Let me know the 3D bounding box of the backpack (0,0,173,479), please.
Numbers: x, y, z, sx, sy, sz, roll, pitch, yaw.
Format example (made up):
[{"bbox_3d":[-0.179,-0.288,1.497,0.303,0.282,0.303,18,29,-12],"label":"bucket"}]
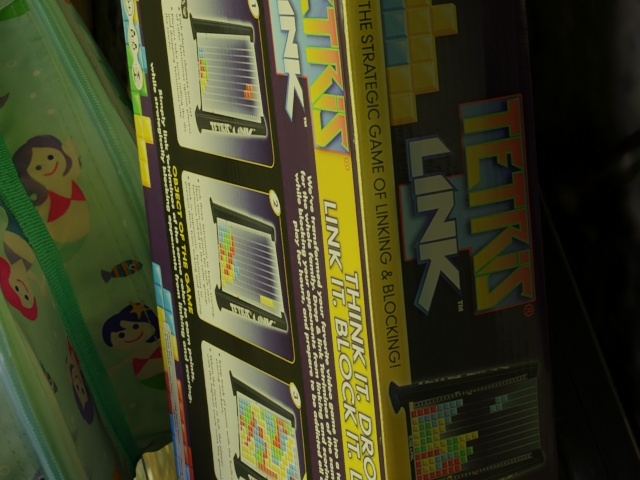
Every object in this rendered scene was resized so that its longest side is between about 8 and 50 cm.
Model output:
[{"bbox_3d":[-0.139,0.028,0.579,0.225,0.191,0.254,78,172,-47],"label":"backpack"}]

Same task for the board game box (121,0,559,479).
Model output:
[{"bbox_3d":[0.000,0.000,0.389,0.141,0.048,0.170,19,117,61],"label":"board game box"}]

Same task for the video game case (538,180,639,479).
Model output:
[{"bbox_3d":[-0.002,-0.025,0.473,0.274,0.026,0.196,71,155,16],"label":"video game case"}]

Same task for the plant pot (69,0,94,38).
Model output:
[{"bbox_3d":[-0.156,-0.137,0.764,0.236,0.032,0.236,39,135,55],"label":"plant pot"}]
